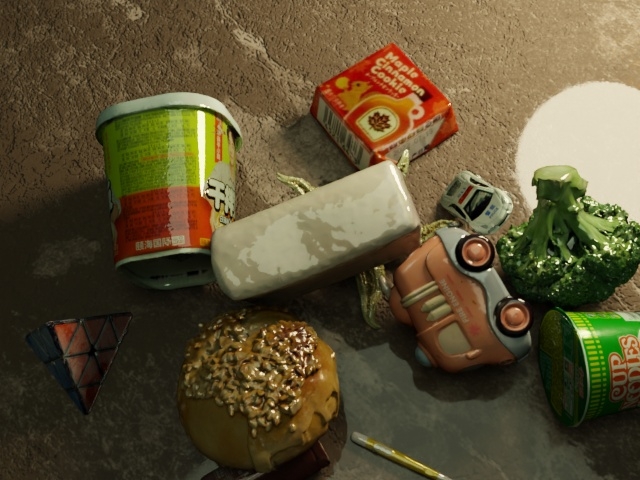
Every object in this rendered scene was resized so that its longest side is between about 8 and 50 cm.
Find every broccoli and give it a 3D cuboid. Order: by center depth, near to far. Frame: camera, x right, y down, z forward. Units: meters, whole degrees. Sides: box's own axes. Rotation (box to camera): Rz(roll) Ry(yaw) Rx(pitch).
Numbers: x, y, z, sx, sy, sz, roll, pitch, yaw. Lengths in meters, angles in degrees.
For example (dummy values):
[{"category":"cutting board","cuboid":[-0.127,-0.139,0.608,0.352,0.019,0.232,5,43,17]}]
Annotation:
[{"category":"broccoli","cuboid":[0.441,-0.010,1.453,0.270,0.270,0.270,-16,25,8]}]

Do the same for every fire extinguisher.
[{"category":"fire extinguisher","cuboid":[-0.121,0.410,1.381,0.269,0.105,0.105,-29,65,-9]}]

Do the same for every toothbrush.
[{"category":"toothbrush","cuboid":[0.182,0.399,1.395,0.288,0.024,0.021,23,70,15]}]

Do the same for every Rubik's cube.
[{"category":"Rubik's cube","cuboid":[-0.497,0.224,1.520,0.178,0.211,0.190,3,87,30]}]

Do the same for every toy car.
[{"category":"toy car","cuboid":[0.239,0.120,1.429,0.212,0.180,0.270,-31,83,3]},{"category":"toy car","cuboid":[0.296,-0.074,1.541,0.056,0.205,0.095,33,98,-23]}]

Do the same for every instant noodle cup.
[{"category":"instant noodle cup","cuboid":[0.520,0.202,1.382,0.233,0.207,0.207,-6,64,-6]},{"category":"instant noodle cup","cuboid":[-0.282,-0.081,1.548,0.294,0.294,0.308,-7,71,1]}]

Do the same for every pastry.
[{"category":"pastry","cuboid":[-0.115,0.231,1.364,0.284,0.184,0.315,-27,37,-6]}]

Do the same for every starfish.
[{"category":"starfish","cuboid":[0.069,-0.036,1.572,0.358,0.078,0.347,44,94,13]}]

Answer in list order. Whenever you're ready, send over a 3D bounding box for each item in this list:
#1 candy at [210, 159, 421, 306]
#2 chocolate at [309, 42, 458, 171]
[{"category":"candy","cuboid":[-0.001,-0.002,1.440,0.359,0.208,0.145,-21,78,7]},{"category":"chocolate","cuboid":[0.131,-0.275,1.683,0.235,0.108,0.237,-31,64,-12]}]
